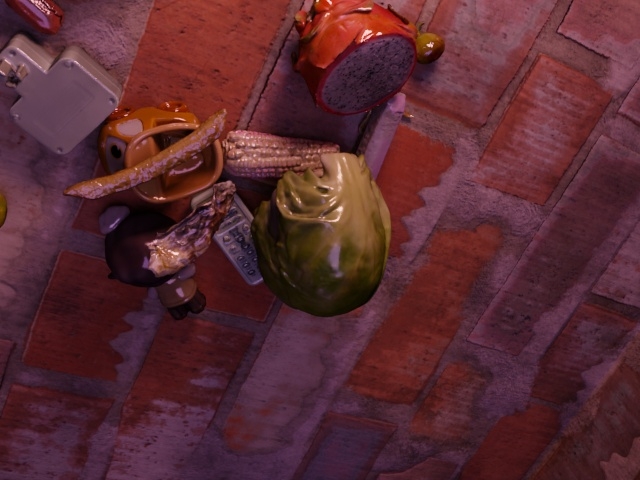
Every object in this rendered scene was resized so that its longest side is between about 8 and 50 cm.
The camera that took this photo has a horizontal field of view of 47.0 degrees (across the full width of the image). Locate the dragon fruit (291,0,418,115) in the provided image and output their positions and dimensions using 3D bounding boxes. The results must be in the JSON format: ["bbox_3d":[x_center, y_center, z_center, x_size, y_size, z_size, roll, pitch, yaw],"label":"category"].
[{"bbox_3d":[0.068,-0.475,1.785,0.305,0.226,0.305,-24,154,-12],"label":"dragon fruit"}]

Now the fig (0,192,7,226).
[{"bbox_3d":[-0.852,-0.079,1.825,0.136,0.121,0.153,-39,145,3],"label":"fig"}]

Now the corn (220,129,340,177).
[{"bbox_3d":[-0.101,-0.218,1.945,0.335,0.127,0.127,4,118,-21],"label":"corn"}]

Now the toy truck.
[{"bbox_3d":[-0.397,-0.219,1.809,0.287,0.212,0.204,-11,121,-13],"label":"toy truck"}]

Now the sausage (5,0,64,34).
[{"bbox_3d":[-0.640,-0.521,1.646,0.076,0.076,0.141,-44,123,12],"label":"sausage"}]

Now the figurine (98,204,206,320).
[{"bbox_3d":[-0.434,0.060,2.012,0.218,0.206,0.365,-9,150,15],"label":"figurine"}]

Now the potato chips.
[{"bbox_3d":[-0.384,-0.178,1.676,0.407,0.057,0.080,-28,118,-7],"label":"potato chips"}]

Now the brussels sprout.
[{"bbox_3d":[0.015,0.013,1.890,0.342,0.361,0.425,-21,165,-23],"label":"brussels sprout"}]

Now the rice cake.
[{"bbox_3d":[0.137,-0.225,2.009,0.070,0.064,0.399,3,126,-26],"label":"rice cake"}]

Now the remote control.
[{"bbox_3d":[-0.229,-0.020,2.056,0.128,0.066,0.335,-29,123,5],"label":"remote control"}]

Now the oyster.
[{"bbox_3d":[-0.302,-0.037,1.831,0.100,0.275,0.271,35,108,9],"label":"oyster"}]

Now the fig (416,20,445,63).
[{"bbox_3d":[0.269,-0.505,1.909,0.098,0.082,0.084,48,122,2],"label":"fig"}]

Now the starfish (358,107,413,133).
[{"bbox_3d":[0.167,-0.379,1.972,0.216,0.050,0.223,17,119,-32],"label":"starfish"}]

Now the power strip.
[{"bbox_3d":[-0.627,-0.344,1.700,0.229,0.141,0.261,-36,121,20],"label":"power strip"}]
